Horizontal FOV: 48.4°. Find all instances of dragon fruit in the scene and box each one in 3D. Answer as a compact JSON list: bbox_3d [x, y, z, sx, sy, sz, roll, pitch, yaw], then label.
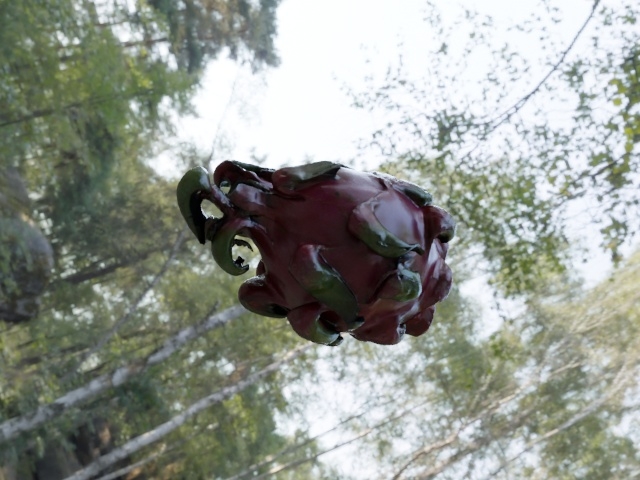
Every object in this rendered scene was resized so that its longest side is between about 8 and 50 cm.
[{"bbox_3d":[0.003,0.006,0.736,0.273,0.218,0.198,19,-29,10],"label":"dragon fruit"}]
